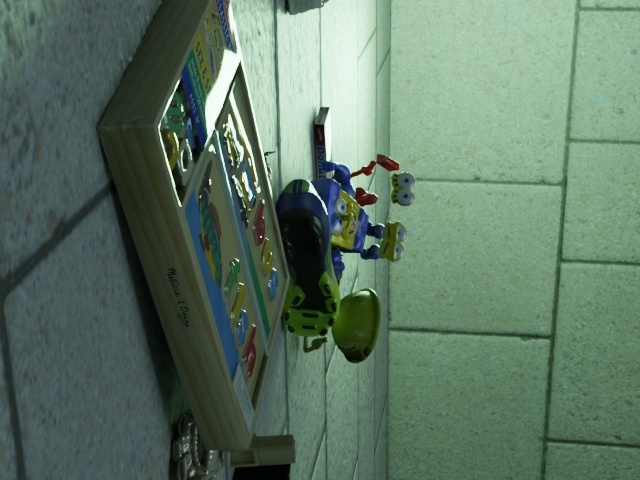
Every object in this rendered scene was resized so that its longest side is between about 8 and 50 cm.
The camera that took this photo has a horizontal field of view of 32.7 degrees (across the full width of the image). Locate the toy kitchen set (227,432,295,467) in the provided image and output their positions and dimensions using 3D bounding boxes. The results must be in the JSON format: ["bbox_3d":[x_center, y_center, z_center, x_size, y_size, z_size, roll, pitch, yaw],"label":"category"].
[{"bbox_3d":[-0.066,0.221,1.233,0.083,0.075,0.068,-92,178,-46],"label":"toy kitchen set"}]

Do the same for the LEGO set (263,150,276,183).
[{"bbox_3d":[-0.082,-0.086,1.453,0.054,0.023,0.083,82,27,-42],"label":"LEGO set"}]

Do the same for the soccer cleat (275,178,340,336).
[{"bbox_3d":[-0.018,0.032,1.667,0.121,0.093,0.289,-88,175,-46],"label":"soccer cleat"}]

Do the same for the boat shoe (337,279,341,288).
[{"bbox_3d":[0.013,0.037,2.016,0.042,0.048,0.133,41,50,-72],"label":"boat shoe"}]

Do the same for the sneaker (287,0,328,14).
[{"bbox_3d":[-0.012,-0.385,1.682,0.152,0.061,0.054,-77,165,-56],"label":"sneaker"}]

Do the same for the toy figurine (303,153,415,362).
[{"bbox_3d":[0.000,0.000,1.800,0.217,0.191,0.363,28,69,-47],"label":"toy figurine"}]

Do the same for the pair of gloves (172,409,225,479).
[{"bbox_3d":[-0.123,0.287,1.213,0.204,0.042,0.240,22,70,-81],"label":"pair of gloves"}]

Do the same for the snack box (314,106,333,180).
[{"bbox_3d":[0.007,-0.152,1.995,0.064,0.022,0.178,-74,164,-52],"label":"snack box"}]

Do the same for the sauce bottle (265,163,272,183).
[{"bbox_3d":[-0.088,-0.040,1.342,0.042,0.042,0.128,83,12,-49],"label":"sauce bottle"}]

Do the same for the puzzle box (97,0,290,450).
[{"bbox_3d":[-0.106,-0.023,1.090,0.272,0.052,0.409,-79,163,-48],"label":"puzzle box"}]

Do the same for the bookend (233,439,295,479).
[{"bbox_3d":[-0.074,0.372,1.456,0.156,0.072,0.157,-79,168,-46],"label":"bookend"}]
